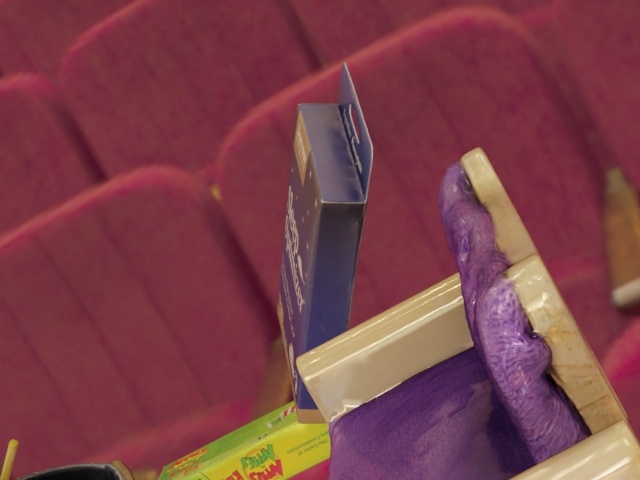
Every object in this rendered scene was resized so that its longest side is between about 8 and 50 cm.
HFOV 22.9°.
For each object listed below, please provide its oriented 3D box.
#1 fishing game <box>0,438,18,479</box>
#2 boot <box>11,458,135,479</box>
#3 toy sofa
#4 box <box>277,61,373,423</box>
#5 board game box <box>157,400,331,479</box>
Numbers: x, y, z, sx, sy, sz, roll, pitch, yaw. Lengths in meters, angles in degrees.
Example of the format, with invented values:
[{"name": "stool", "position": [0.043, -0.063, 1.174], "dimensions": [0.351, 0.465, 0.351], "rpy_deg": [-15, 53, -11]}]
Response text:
[{"name": "fishing game", "position": [-0.320, 0.236, 1.122], "dimensions": [0.264, 0.041, 0.189], "rpy_deg": [-38, -24, -43]}, {"name": "boot", "position": [-0.156, 0.142, 0.548], "dimensions": [0.219, 0.106, 0.082], "rpy_deg": [-7, 19, -32]}, {"name": "toy sofa", "position": [0.058, 0.088, 0.699], "dimensions": [0.150, 0.177, 0.362], "rpy_deg": [-30, 9, 7]}, {"name": "box", "position": [0.000, 0.000, 1.117], "dimensions": [0.037, 0.225, 0.136], "rpy_deg": [2, 33, -10]}, {"name": "board game box", "position": [-0.061, 0.196, 1.429], "dimensions": [0.181, 0.043, 0.092], "rpy_deg": [-27, 7, 7]}]
